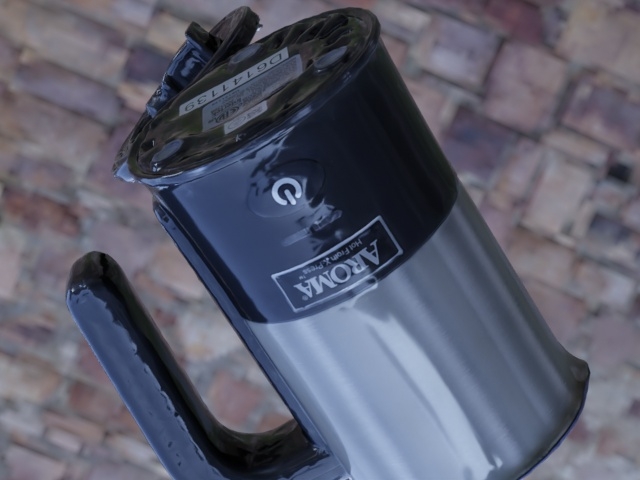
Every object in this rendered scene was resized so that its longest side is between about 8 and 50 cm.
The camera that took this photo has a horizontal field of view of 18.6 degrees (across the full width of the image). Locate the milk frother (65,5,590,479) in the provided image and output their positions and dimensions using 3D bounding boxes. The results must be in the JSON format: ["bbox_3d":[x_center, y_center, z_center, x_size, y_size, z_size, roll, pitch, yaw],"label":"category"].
[{"bbox_3d":[0.000,0.000,0.614,0.135,0.129,0.143,58,-154,-22],"label":"milk frother"}]
